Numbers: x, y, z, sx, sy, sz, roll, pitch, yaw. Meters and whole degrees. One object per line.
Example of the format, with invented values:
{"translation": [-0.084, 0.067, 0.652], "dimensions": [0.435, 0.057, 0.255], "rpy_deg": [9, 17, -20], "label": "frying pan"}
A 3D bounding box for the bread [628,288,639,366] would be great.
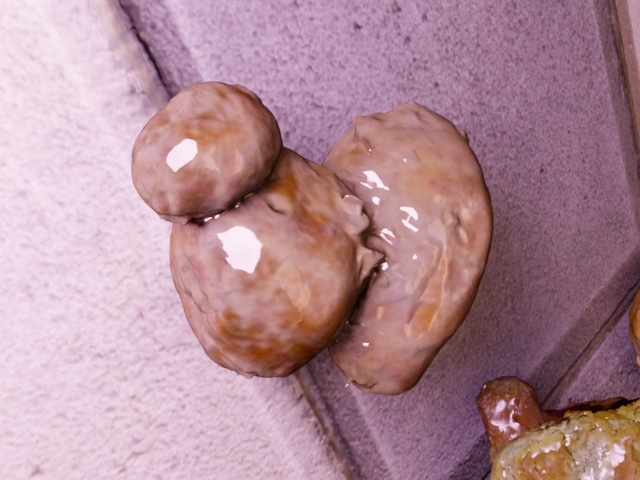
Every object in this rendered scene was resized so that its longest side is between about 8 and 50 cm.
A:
{"translation": [0.573, 0.133, 0.976], "dimensions": [0.245, 0.134, 0.244], "rpy_deg": [-3, 95, -39], "label": "bread"}

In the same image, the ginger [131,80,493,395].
{"translation": [0.000, 0.000, 0.478], "dimensions": [0.304, 0.155, 0.244], "rpy_deg": [3, 96, -40], "label": "ginger"}

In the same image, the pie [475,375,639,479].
{"translation": [0.378, 0.331, 0.649], "dimensions": [0.180, 0.418, 0.395], "rpy_deg": [-19, 105, -66], "label": "pie"}
